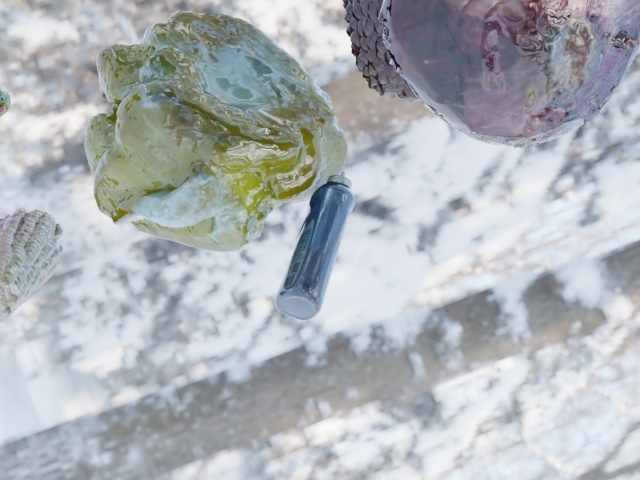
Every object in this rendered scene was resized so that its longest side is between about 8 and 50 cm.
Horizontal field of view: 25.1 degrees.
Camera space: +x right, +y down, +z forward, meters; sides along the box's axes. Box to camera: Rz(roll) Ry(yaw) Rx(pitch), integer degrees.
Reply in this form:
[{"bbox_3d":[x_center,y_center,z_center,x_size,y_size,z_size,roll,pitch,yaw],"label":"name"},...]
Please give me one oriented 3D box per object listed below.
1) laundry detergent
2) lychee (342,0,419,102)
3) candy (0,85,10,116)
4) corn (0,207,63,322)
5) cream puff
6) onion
[{"bbox_3d":[-0.001,-0.001,1.916,0.097,0.061,0.206,116,-7,-66],"label":"laundry detergent"},{"bbox_3d":[0.132,-0.306,1.799,0.236,0.236,0.271,139,-33,-81],"label":"lychee"},{"bbox_3d":[-0.509,-0.191,2.124,0.194,0.062,0.058,-12,-96,60],"label":"candy"},{"bbox_3d":[-0.471,0.036,2.156,0.335,0.126,0.127,-80,152,-77],"label":"corn"},{"bbox_3d":[-0.173,-0.134,2.026,0.275,0.378,0.378,-59,-136,38],"label":"cream puff"},{"bbox_3d":[0.166,-0.208,1.279,0.219,0.252,0.252,43,-27,56],"label":"onion"}]
